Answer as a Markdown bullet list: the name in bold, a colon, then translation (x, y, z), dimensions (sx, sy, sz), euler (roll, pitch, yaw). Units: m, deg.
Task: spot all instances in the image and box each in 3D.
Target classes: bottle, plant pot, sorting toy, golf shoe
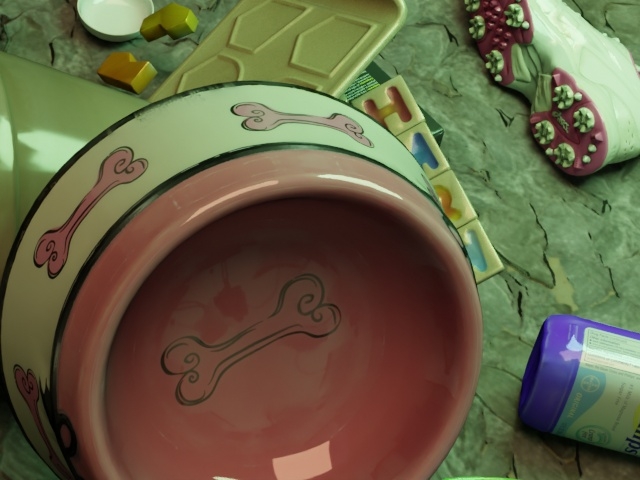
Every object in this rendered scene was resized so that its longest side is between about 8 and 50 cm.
- **bottle**: translation (0.333, 0.155, 1.570), dimensions (0.283, 0.118, 0.092), euler (15, 42, 0)
- **plant pot**: translation (-0.254, -0.026, 1.508), dimensions (0.280, 0.323, 0.323), euler (2, 51, -29)
- **sorting toy**: translation (-0.079, -0.179, 1.671), dimensions (0.307, 0.041, 0.229), euler (23, 69, 43)
- **golf shoe**: translation (0.268, -0.204, 1.849), dimensions (0.140, 0.115, 0.306), euler (-11, 62, -31)

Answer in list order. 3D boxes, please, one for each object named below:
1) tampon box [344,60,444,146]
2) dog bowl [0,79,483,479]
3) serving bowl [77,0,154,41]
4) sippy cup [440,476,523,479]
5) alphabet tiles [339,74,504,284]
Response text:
- **tampon box**: translation (0.029, -0.106, 1.708), dimensions (0.101, 0.120, 0.161), euler (-29, 62, -28)
- **dog bowl**: translation (-0.048, 0.085, 1.361), dimensions (0.408, 0.408, 0.150), euler (-11, 24, -18)
- **serving bowl**: translation (-0.225, -0.246, 1.827), dimensions (0.083, 0.027, 0.083), euler (5, 52, -6)
- **sippy cup**: translation (0.140, 0.339, 1.343), dimensions (0.224, 0.305, 0.240), euler (-8, 98, -4)
- **alphabet tiles**: translation (0.000, 0.000, 1.591), dimensions (0.285, 0.011, 0.342), euler (-28, 66, 5)
